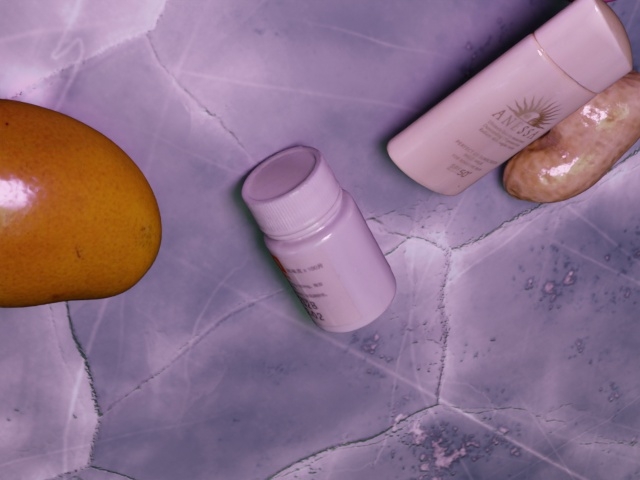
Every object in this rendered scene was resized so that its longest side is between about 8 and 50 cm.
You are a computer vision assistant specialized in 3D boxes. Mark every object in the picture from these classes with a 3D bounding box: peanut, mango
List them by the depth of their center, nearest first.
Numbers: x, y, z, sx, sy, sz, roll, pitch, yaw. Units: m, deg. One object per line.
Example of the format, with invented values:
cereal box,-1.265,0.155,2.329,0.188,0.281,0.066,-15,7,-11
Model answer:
mango,-0.366,-0.036,1.434,0.378,0.221,0.264,19,106,-36
peanut,0.373,-0.150,1.663,0.137,0.122,0.253,28,111,-28

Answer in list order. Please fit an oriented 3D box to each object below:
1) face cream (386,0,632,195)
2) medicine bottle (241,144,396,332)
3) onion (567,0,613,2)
face cream,0.268,-0.191,1.555,0.348,0.081,0.173,-36,144,27
medicine bottle,0.000,0.000,1.609,0.144,0.144,0.252,-29,125,-1
onion,0.375,-0.411,1.494,0.201,0.200,0.207,8,97,-22
